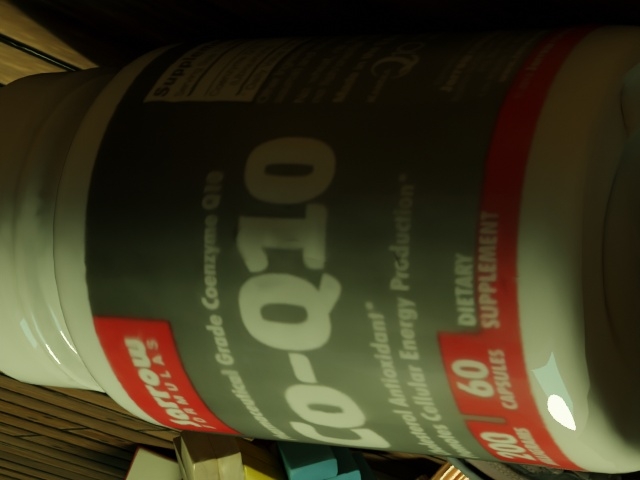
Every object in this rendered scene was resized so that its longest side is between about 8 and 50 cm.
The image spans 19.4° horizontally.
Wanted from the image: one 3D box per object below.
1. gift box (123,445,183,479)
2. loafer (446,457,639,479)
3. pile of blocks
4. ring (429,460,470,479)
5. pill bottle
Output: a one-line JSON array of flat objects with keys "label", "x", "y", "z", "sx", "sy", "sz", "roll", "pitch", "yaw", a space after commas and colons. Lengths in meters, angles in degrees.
[{"label": "gift box", "x": -0.081, "y": 0.357, "z": 1.870, "sx": 0.276, "sy": 0.255, "sz": 0.258, "roll": 13, "pitch": 167, "yaw": 18}, {"label": "loafer", "x": 0.110, "y": 0.077, "z": 1.030, "sx": 0.302, "sy": 0.109, "sz": 0.095, "roll": 26, "pitch": 155, "yaw": -33}, {"label": "pile of blocks", "x": 0.012, "y": 0.219, "z": 1.633, "sx": 0.362, "sy": 0.149, "sz": 0.112, "roll": 37, "pitch": -165, "yaw": -38}, {"label": "ring", "x": 0.218, "y": 0.234, "z": 1.264, "sx": 0.337, "sy": 0.032, "sz": 0.336, "roll": 3, "pitch": 122, "yaw": 5}, {"label": "pill bottle", "x": 0.000, "y": 0.000, "z": 0.731, "sx": 0.283, "sy": 0.161, "sz": 0.161, "roll": 1, "pitch": 161, "yaw": 32}]
